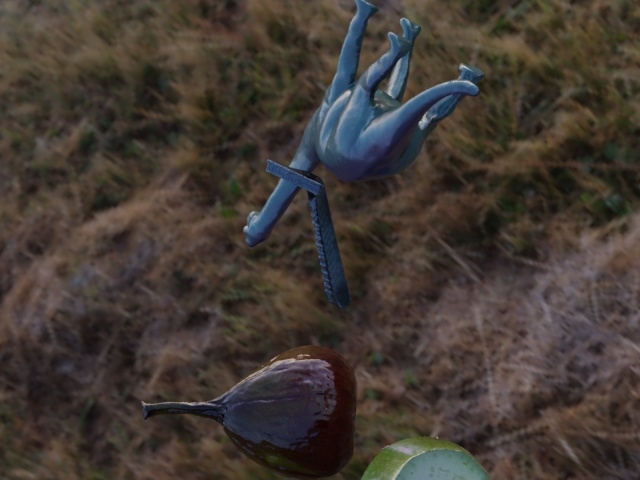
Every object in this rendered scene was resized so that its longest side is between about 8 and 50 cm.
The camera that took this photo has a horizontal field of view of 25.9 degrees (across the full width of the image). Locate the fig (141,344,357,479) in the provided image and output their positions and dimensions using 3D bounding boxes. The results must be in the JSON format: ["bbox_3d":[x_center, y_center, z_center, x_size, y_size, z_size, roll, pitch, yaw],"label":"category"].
[{"bbox_3d":[-0.079,0.255,1.895,0.290,0.191,0.190,-20,45,-6],"label":"fig"}]

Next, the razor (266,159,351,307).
[{"bbox_3d":[0.004,-0.004,1.303,0.066,0.190,0.033,26,60,35],"label":"razor"}]

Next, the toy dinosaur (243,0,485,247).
[{"bbox_3d":[0.025,-0.071,1.452,0.331,0.129,0.383,-61,20,15],"label":"toy dinosaur"}]

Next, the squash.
[{"bbox_3d":[0.128,0.302,1.601,0.170,0.123,0.170,1,73,-5],"label":"squash"}]
